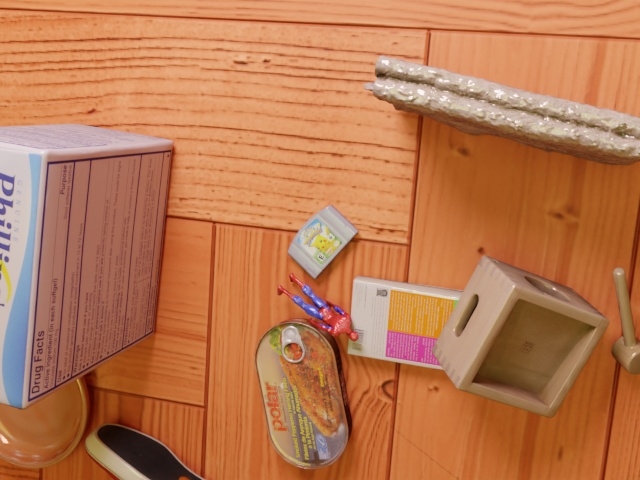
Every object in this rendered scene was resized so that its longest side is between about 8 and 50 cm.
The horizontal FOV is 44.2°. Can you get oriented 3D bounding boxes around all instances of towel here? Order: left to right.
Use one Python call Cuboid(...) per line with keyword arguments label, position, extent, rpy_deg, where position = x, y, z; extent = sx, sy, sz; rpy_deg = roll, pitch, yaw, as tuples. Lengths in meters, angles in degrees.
Cuboid(label="towel", position=(0.192, -0.124, 0.794), extent=(0.282, 0.187, 0.049), rpy_deg=(17, 99, 13))

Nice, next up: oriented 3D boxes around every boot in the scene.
Cuboid(label="boot", position=(-0.236, 0.370, 1.051), extent=(0.244, 0.088, 0.176), rpy_deg=(35, 108, 4))

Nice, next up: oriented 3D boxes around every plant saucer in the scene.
Cuboid(label="plant saucer", position=(-0.406, 0.217, 1.097), extent=(0.200, 0.037, 0.200), rpy_deg=(3, 100, 15))

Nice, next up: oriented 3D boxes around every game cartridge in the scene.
Cuboid(label="game cartridge", position=(0.000, 0.000, 0.958), extent=(0.056, 0.017, 0.083), rpy_deg=(44, 107, 9))

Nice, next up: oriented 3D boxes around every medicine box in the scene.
Cuboid(label="medicine box", position=(-0.305, 0.008, 0.901), extent=(0.149, 0.289, 0.263), rpy_deg=(11, 102, 14))

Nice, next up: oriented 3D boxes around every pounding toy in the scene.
Cuboid(label="pounding toy", position=(0.259, 0.091, 0.864), extent=(0.206, 0.094, 0.181), rpy_deg=(20, 106, -20))

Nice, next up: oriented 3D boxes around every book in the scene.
Cuboid(label="book", position=(0.107, 0.101, 0.936), extent=(0.144, 0.035, 0.096), rpy_deg=(8, 104, 15))

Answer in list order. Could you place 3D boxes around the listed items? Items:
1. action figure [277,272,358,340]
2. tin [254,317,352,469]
Cuboid(label="action figure", position=(0.001, 0.085, 0.952), extent=(0.115, 0.030, 0.038), rpy_deg=(36, 67, 24))
Cuboid(label="tin", position=(-0.021, 0.190, 0.985), extent=(0.106, 0.040, 0.189), rpy_deg=(-8, 96, 13))
